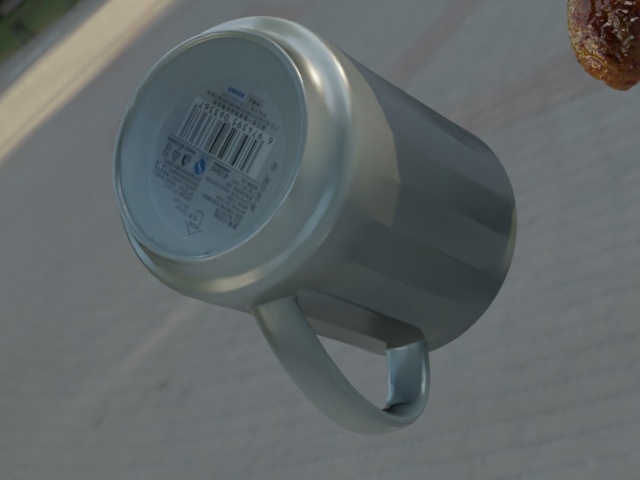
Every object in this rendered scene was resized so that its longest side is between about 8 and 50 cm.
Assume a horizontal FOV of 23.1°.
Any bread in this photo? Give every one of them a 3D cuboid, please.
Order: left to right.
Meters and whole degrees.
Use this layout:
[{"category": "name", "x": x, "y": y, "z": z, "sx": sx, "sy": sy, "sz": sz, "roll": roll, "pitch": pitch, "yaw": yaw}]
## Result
[{"category": "bread", "x": 0.428, "y": -0.351, "z": 2.255, "sx": 0.095, "sy": 0.139, "sz": 0.269, "roll": -172, "pitch": 88, "yaw": -73}]

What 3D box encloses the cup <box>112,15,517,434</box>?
[{"category": "cup", "x": 0.000, "y": 0.000, "z": 1.346, "sx": 0.236, "sy": 0.327, "sz": 0.323, "roll": -16, "pitch": 69, "yaw": 29}]
